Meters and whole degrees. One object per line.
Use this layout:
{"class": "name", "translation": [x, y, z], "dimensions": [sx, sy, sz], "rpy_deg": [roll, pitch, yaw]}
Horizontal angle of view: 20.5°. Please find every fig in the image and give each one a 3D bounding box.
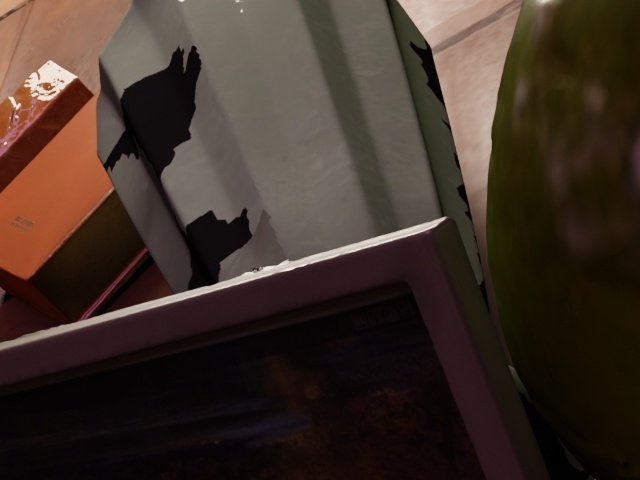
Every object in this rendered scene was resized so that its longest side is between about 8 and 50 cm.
{"class": "fig", "translation": [0.194, -0.020, 0.450], "dimensions": [0.314, 0.233, 0.233], "rpy_deg": [-16, 16, -29]}

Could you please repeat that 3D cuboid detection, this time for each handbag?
{"class": "handbag", "translation": [-0.113, -0.043, 1.020], "dimensions": [0.190, 0.063, 0.127], "rpy_deg": [-48, 28, -13]}

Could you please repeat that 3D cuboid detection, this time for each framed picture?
{"class": "framed picture", "translation": [-0.030, 0.105, 0.560], "dimensions": [0.250, 0.184, 0.016], "rpy_deg": [-15, 10, 37]}

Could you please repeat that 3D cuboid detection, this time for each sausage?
{"class": "sausage", "translation": [-0.212, -0.037, 1.127], "dimensions": [0.169, 0.065, 0.065], "rpy_deg": [-47, 28, -16]}

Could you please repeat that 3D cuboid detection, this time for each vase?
{"class": "vase", "translation": [0.000, 0.000, 0.722], "dimensions": [0.165, 0.165, 0.360], "rpy_deg": [-34, 32, 8]}
